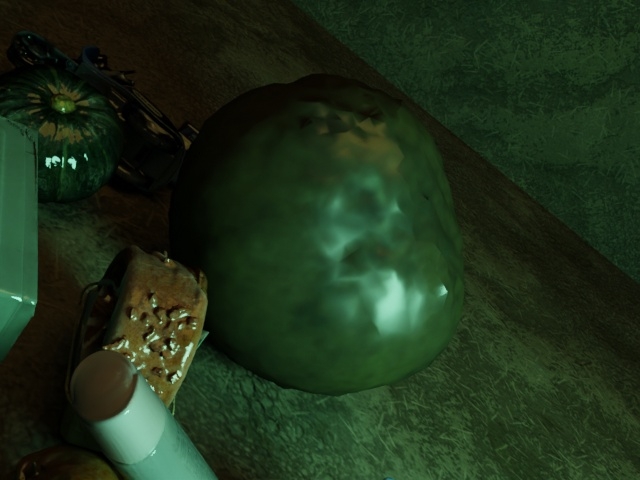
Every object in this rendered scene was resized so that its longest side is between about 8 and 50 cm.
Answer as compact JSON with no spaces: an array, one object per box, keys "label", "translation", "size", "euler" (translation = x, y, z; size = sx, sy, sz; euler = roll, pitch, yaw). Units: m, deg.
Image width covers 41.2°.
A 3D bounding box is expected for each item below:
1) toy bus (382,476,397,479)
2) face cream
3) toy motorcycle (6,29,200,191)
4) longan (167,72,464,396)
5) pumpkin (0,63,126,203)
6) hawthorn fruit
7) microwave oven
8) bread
[{"label":"toy bus","translation":[0.057,0.367,0.885],"size":[0.133,0.234,0.116],"euler":[23,29,-16]},{"label":"face cream","translation":[-0.151,0.225,0.839],"size":[0.107,0.073,0.269],"euler":[39,-22,52]},{"label":"toy motorcycle","translation":[-0.344,-0.217,1.395],"size":[0.358,0.125,0.212],"euler":[40,17,-5]},{"label":"longan","translation":[-0.009,-0.003,1.187],"size":[0.404,0.404,0.436],"euler":[-31,107,-63]},{"label":"pumpkin","translation":[-0.381,-0.146,1.192],"size":[0.211,0.152,0.211],"euler":[23,49,-29]},{"label":"hawthorn fruit","translation":[-0.224,0.278,0.754],"size":[0.189,0.149,0.149],"euler":[59,28,4]},{"label":"microwave oven","translation":[-0.423,-0.007,0.874],"size":[0.237,0.181,0.295],"euler":[21,32,-32]},{"label":"bread","translation":[-0.203,0.114,0.949],"size":[0.142,0.212,0.224],"euler":[24,29,-22]}]
